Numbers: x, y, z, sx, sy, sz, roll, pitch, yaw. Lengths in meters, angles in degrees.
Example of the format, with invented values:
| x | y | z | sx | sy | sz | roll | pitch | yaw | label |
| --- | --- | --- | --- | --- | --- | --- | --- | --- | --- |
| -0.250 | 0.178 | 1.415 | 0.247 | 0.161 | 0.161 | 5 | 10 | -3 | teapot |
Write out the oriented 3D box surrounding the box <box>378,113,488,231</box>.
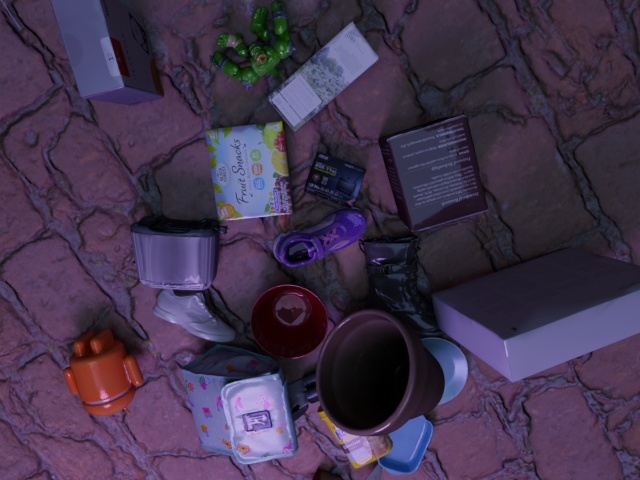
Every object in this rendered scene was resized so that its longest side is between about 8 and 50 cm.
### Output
| x | y | z | sx | sy | sz | roll | pitch | yaw | label |
| --- | --- | --- | --- | --- | --- | --- | --- | --- | --- |
| 0.237 | -0.149 | 1.054 | 0.167 | 0.168 | 0.203 | -17 | 102 | 3 | box |

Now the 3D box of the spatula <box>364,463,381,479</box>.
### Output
| x | y | z | sx | sy | sz | roll | pitch | yaw | label |
| --- | --- | --- | --- | --- | --- | --- | --- | --- | --- |
| 0.111 | 0.710 | 1.232 | 0.019 | 0.242 | 0.168 | -2 | 109 | 41 | spatula |

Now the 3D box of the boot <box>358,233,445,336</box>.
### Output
| x | y | z | sx | sy | sz | roll | pitch | yaw | label |
| --- | --- | --- | --- | --- | --- | --- | --- | --- | --- |
| 0.216 | 0.100 | 1.148 | 0.262 | 0.091 | 0.229 | 3 | 103 | 2 | boot |

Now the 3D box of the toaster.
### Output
| x | y | z | sx | sy | sz | roll | pitch | yaw | label |
| --- | --- | --- | --- | --- | --- | --- | --- | --- | --- |
| -0.320 | 0.027 | 1.121 | 0.226 | 0.129 | 0.147 | 3 | 106 | -2 | toaster |

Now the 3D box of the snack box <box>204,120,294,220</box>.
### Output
| x | y | z | sx | sy | sz | roll | pitch | yaw | label |
| --- | --- | --- | --- | --- | --- | --- | --- | --- | --- |
| -0.157 | -0.157 | 1.106 | 0.174 | 0.070 | 0.207 | -5 | 101 | 1 | snack box |

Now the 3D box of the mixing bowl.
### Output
| x | y | z | sx | sy | sz | roll | pitch | yaw | label |
| --- | --- | --- | --- | --- | --- | --- | --- | --- | --- |
| -0.071 | 0.178 | 1.164 | 0.181 | 0.098 | 0.182 | 0 | 102 | 1 | mixing bowl |

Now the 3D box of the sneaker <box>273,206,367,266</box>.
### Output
| x | y | z | sx | sy | sz | roll | pitch | yaw | label |
| --- | --- | --- | --- | --- | --- | --- | --- | --- | --- |
| 0.000 | 0.000 | 1.122 | 0.236 | 0.104 | 0.095 | -24 | 100 | 4 | sneaker |

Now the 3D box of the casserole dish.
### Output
| x | y | z | sx | sy | sz | roll | pitch | yaw | label |
| --- | --- | --- | --- | --- | --- | --- | --- | --- | --- |
| 0.218 | 0.520 | 1.268 | 0.114 | 0.037 | 0.188 | 17 | 103 | -3 | casserole dish |

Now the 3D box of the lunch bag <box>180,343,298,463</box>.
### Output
| x | y | z | sx | sy | sz | roll | pitch | yaw | label |
| --- | --- | --- | --- | --- | --- | --- | --- | --- | --- |
| -0.176 | 0.380 | 1.134 | 0.262 | 0.160 | 0.224 | 1 | 107 | 35 | lunch bag |

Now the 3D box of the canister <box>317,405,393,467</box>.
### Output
| x | y | z | sx | sy | sz | roll | pitch | yaw | label |
| --- | --- | --- | --- | --- | --- | --- | --- | --- | --- |
| 0.089 | 0.467 | 1.223 | 0.126 | 0.073 | 0.170 | -32 | 91 | 11 | canister |

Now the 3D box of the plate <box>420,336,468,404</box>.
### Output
| x | y | z | sx | sy | sz | roll | pitch | yaw | label |
| --- | --- | --- | --- | --- | --- | --- | --- | --- | --- |
| 0.277 | 0.329 | 1.232 | 0.188 | 0.024 | 0.188 | 0 | 103 | 0 | plate |

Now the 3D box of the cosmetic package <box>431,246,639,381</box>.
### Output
| x | y | z | sx | sy | sz | roll | pitch | yaw | label |
| --- | --- | --- | --- | --- | --- | --- | --- | --- | --- |
| 0.468 | 0.133 | 1.013 | 0.377 | 0.284 | 0.098 | -17 | 101 | -10 | cosmetic package |

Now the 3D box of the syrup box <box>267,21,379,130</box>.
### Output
| x | y | z | sx | sy | sz | roll | pitch | yaw | label |
| --- | --- | --- | --- | --- | --- | --- | --- | --- | --- |
| 0.005 | -0.348 | 1.050 | 0.237 | 0.096 | 0.093 | -40 | 101 | 8 | syrup box |

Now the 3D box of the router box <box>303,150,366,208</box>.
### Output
| x | y | z | sx | sy | sz | roll | pitch | yaw | label |
| --- | --- | --- | --- | --- | --- | --- | --- | --- | --- |
| 0.033 | -0.137 | 1.109 | 0.122 | 0.038 | 0.092 | 20 | 77 | -4 | router box |

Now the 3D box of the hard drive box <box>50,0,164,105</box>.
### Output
| x | y | z | sx | sy | sz | roll | pitch | yaw | label |
| --- | --- | --- | --- | --- | --- | --- | --- | --- | --- |
| -0.415 | -0.376 | 0.979 | 0.089 | 0.232 | 0.181 | -12 | 103 | 3 | hard drive box |

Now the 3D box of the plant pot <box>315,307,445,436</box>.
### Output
| x | y | z | sx | sy | sz | roll | pitch | yaw | label |
| --- | --- | --- | --- | --- | --- | --- | --- | --- | --- |
| 0.157 | 0.306 | 1.087 | 0.229 | 0.263 | 0.263 | 28 | 104 | -42 | plant pot |

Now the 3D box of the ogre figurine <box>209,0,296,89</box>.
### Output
| x | y | z | sx | sy | sz | roll | pitch | yaw | label |
| --- | --- | --- | --- | --- | --- | --- | --- | --- | --- |
| -0.134 | -0.411 | 1.044 | 0.197 | 0.097 | 0.118 | -34 | 82 | -8 | ogre figurine |

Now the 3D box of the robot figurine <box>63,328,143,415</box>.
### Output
| x | y | z | sx | sy | sz | roll | pitch | yaw | label |
| --- | --- | --- | --- | --- | --- | --- | --- | --- | --- |
| -0.530 | 0.330 | 1.189 | 0.158 | 0.128 | 0.220 | -18 | 104 | -31 | robot figurine |

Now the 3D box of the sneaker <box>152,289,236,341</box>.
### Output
| x | y | z | sx | sy | sz | roll | pitch | yaw | label |
| --- | --- | --- | --- | --- | --- | --- | --- | --- | --- |
| -0.294 | 0.173 | 1.182 | 0.212 | 0.080 | 0.094 | 25 | 90 | -3 | sneaker |

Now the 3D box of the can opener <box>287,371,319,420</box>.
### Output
| x | y | z | sx | sy | sz | roll | pitch | yaw | label |
| --- | --- | --- | --- | --- | --- | --- | --- | --- | --- |
| -0.011 | 0.377 | 1.231 | 0.280 | 0.074 | 0.093 | -28 | 135 | 8 | can opener |

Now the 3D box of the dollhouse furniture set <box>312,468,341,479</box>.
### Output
| x | y | z | sx | sy | sz | roll | pitch | yaw | label |
| --- | --- | --- | --- | --- | --- | --- | --- | --- | --- |
| -0.085 | 0.793 | 1.246 | 0.152 | 0.201 | 0.374 | 22 | 102 | -3 | dollhouse furniture set |
